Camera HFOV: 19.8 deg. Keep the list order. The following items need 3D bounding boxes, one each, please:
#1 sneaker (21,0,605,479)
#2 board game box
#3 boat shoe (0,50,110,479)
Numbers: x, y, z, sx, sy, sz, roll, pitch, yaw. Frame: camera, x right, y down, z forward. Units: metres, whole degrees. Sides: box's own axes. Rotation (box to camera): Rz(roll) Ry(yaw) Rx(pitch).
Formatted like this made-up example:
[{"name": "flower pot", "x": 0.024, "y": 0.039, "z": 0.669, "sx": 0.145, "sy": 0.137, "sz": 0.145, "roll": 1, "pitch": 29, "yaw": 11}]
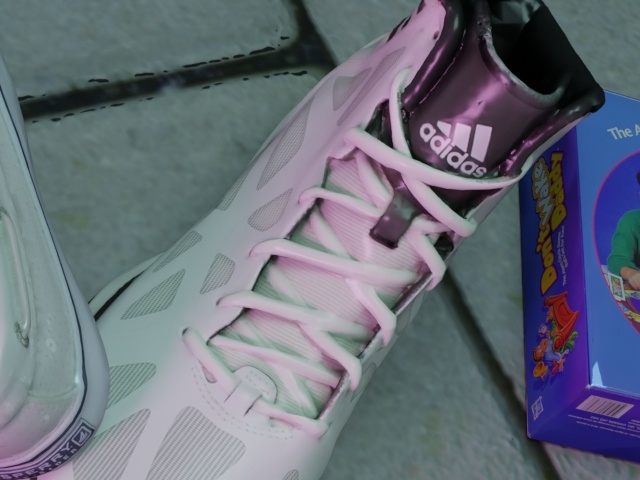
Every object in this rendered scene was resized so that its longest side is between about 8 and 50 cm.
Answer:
[{"name": "sneaker", "x": -0.001, "y": -0.001, "z": 0.992, "sx": 0.169, "sy": 0.257, "sz": 0.447, "roll": 35, "pitch": 52, "yaw": -3}, {"name": "board game box", "x": 0.305, "y": 0.048, "z": 1.229, "sx": 0.347, "sy": 0.078, "sz": 0.233, "roll": 15, "pitch": 55, "yaw": -18}, {"name": "boat shoe", "x": -0.235, "y": -0.051, "z": 0.939, "sx": 0.136, "sy": 0.156, "sz": 0.367, "roll": -28, "pitch": 65, "yaw": 6}]
